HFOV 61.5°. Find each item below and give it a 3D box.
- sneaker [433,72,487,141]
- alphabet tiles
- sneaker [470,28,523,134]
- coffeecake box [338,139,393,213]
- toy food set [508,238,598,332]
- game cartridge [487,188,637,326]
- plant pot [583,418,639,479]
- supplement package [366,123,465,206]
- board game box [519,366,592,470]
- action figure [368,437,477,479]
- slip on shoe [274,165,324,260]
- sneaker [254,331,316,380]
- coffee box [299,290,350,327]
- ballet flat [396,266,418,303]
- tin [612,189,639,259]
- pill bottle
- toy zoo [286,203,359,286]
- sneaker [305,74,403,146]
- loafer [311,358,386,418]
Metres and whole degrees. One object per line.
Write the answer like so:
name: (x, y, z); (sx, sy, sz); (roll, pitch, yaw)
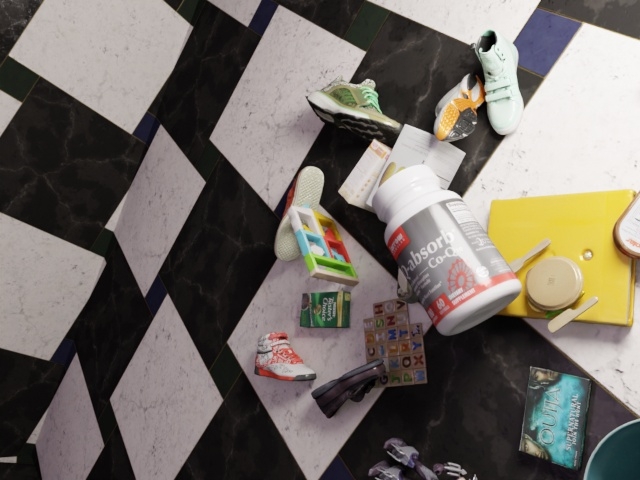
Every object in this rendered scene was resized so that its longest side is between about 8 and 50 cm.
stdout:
sneaker: (0.346, -0.328, 1.418); (0.121, 0.099, 0.262); (-28, 20, 51)
alphabet tiles: (0.201, 0.282, 1.495); (0.198, 0.009, 0.237); (-19, 65, 41)
sneaker: (0.436, -0.402, 1.356); (0.094, 0.151, 0.256); (-10, 73, 42)
coffeecake box: (0.164, -0.182, 1.571); (0.185, 0.142, 0.068); (-55, 47, 18)
toy food set: (0.502, 0.097, 1.164); (0.132, 0.038, 0.192); (-42, 44, 22)
game cartridge: (0.528, 0.037, 1.213); (0.323, 0.052, 0.285); (-1, 78, 48)
plant pot: (0.619, 0.440, 0.890); (0.290, 0.195, 0.290); (-15, 68, 42)
supplement package: (0.259, -0.168, 1.477); (0.139, 0.133, 0.244); (35, 104, 45)
board game box: (0.501, 0.375, 1.151); (0.126, 0.026, 0.186); (4, 81, 45)
action figure: (0.259, 0.594, 1.284); (0.285, 0.099, 0.185); (21, 88, 43)
slip on shoe: (-0.075, -0.089, 1.821); (0.101, 0.123, 0.331); (18, 91, 69)
sneaker: (-0.117, 0.370, 1.732); (0.270, 0.090, 0.145); (-7, 76, 47)
coffee box: (0.013, 0.216, 1.681); (0.184, 0.040, 0.113); (-7, 73, 44)
ballet flat: (0.240, 0.065, 1.476); (0.072, 0.068, 0.213); (-14, 68, 42)
tin: (0.663, -0.049, 1.065); (0.106, 0.040, 0.190); (36, 93, 27)
pill bottle: (0.277, 0.017, 1.250); (0.210, 0.210, 0.363); (-43, 62, 28)
toy zoo: (0.000, 0.000, 1.649); (0.030, 0.192, 0.293); (-42, 52, 28)
sneaker: (0.126, -0.437, 1.702); (0.410, 0.158, 0.182); (35, 86, 40)
loafer: (0.090, 0.417, 1.508); (0.302, 0.109, 0.095); (-40, 69, 44)
